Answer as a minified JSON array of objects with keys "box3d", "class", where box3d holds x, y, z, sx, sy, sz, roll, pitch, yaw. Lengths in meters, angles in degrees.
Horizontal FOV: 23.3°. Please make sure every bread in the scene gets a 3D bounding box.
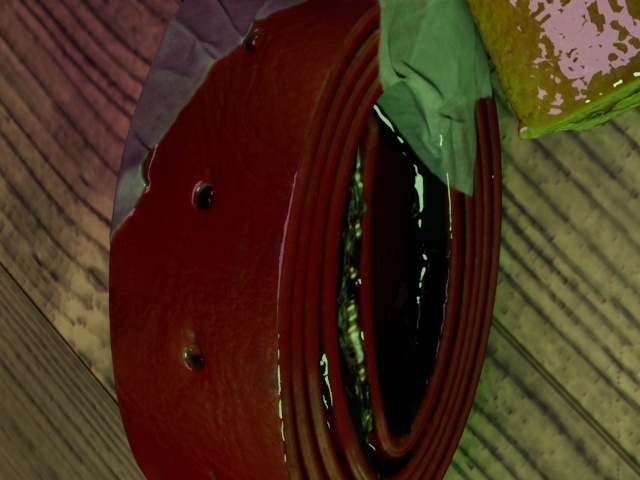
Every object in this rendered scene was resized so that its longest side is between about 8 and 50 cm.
[{"box3d":[0.131,-0.150,0.770,0.132,0.103,0.172,-26,81,18],"class":"bread"}]

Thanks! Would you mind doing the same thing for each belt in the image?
[{"box3d":[0.000,0.000,0.811,0.115,0.227,0.323,11,104,30],"class":"belt"}]
